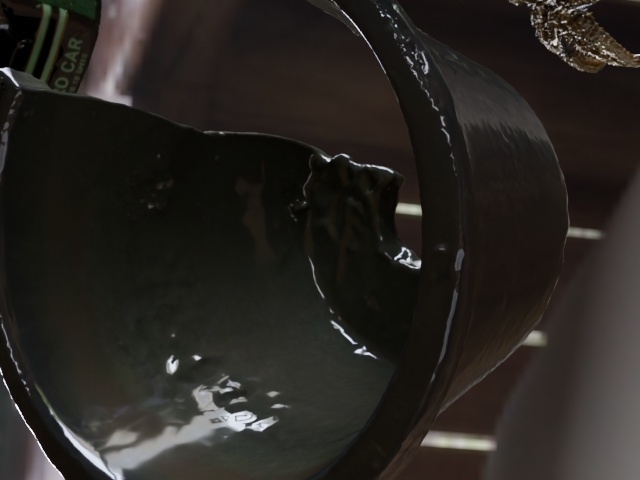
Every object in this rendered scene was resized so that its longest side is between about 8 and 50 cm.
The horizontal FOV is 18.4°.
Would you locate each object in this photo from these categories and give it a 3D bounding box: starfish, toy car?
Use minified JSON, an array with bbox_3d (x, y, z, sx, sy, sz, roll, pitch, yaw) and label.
[{"bbox_3d":[0.099,-0.096,0.792,0.078,0.028,0.091,39,165,36],"label":"starfish"},{"bbox_3d":[-0.225,-0.164,1.421,0.125,0.136,0.306,35,107,45],"label":"toy car"}]

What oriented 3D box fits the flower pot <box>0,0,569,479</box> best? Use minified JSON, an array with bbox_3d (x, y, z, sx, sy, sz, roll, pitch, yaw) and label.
[{"bbox_3d":[0.000,0.000,1.211,0.379,0.251,0.379,1,92,38],"label":"flower pot"}]
